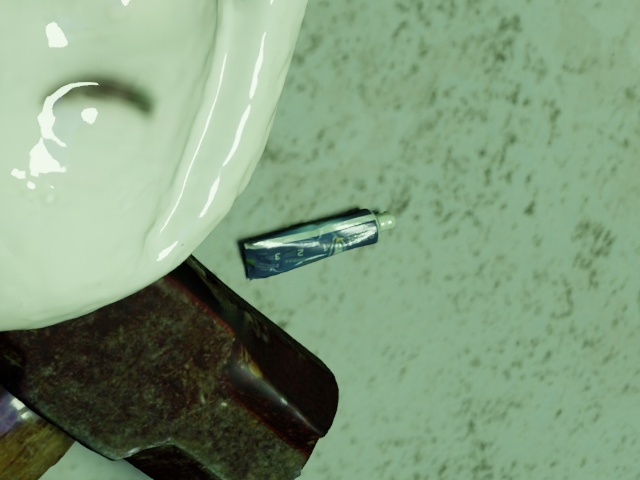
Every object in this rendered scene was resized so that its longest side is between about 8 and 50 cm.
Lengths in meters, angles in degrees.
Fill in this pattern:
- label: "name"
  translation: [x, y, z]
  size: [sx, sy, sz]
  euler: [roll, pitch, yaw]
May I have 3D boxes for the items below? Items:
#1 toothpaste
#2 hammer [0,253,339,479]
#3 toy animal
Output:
- label: "toothpaste"
  translation: [0.000, 0.000, 0.731]
  size: [0.083, 0.019, 0.027]
  euler: [-17, 135, -20]
- label: "hammer"
  translation: [-0.199, 0.144, 0.628]
  size: [0.409, 0.095, 0.242]
  euler: [-47, 126, -4]
- label: "toy animal"
  translation: [-0.100, -0.101, 0.483]
  size: [0.271, 0.206, 0.265]
  euler: [1, 80, -3]
